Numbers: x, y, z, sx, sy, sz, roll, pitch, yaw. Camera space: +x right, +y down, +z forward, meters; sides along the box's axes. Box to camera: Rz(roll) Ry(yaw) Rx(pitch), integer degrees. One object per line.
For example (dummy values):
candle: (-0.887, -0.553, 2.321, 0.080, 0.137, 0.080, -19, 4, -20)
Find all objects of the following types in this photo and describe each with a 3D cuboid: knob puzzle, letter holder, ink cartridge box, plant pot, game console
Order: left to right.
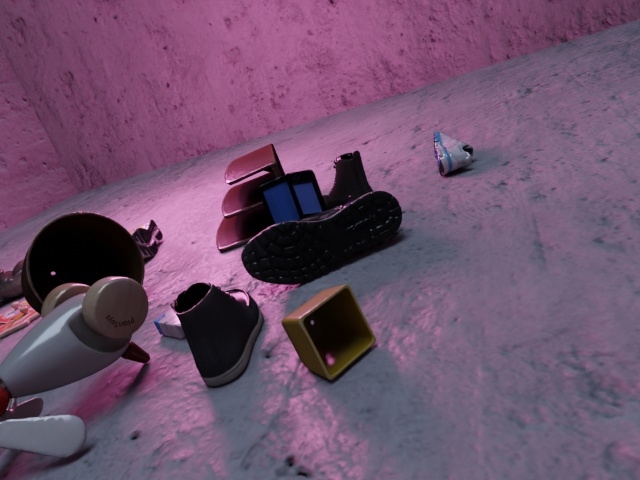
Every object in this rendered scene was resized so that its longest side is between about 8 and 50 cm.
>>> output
knob puzzle: (-0.734, 0.185, 1.208, 0.213, 0.030, 0.213, -18, 20, 7)
plant pot: (-0.509, 0.077, 1.059, 0.230, 0.215, 0.215, -20, 14, 45)
ink cartridge box: (-0.227, 0.134, 0.849, 0.083, 0.028, 0.048, -1, 27, 44)
letter holder: (-0.183, -0.112, 1.284, 0.214, 0.152, 0.302, -22, 19, 0)
game console: (-0.054, -0.077, 1.101, 0.107, 0.122, 0.071, -4, 26, 37)
plant pot: (-0.001, 0.107, 0.630, 0.081, 0.082, 0.083, -33, 13, -32)

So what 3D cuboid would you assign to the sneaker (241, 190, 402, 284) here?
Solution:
sneaker: (0.000, 0.000, 0.921, 0.283, 0.107, 0.124, -19, 4, -8)

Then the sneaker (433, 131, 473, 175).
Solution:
sneaker: (0.303, -0.202, 1.187, 0.082, 0.071, 0.191, -10, 29, 10)

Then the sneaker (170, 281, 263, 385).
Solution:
sneaker: (-0.142, 0.093, 0.740, 0.083, 0.118, 0.222, -19, 19, 2)

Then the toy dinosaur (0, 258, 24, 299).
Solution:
toy dinosaur: (-0.838, 0.108, 1.437, 0.313, 0.121, 0.160, -23, 31, -22)

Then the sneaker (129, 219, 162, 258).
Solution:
sneaker: (-0.484, 0.011, 1.374, 0.094, 0.082, 0.208, -26, 13, 3)

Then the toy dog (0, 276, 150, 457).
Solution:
toy dog: (-0.352, 0.196, 0.695, 0.333, 0.161, 0.220, -44, 30, -18)

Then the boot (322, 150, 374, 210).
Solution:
boot: (0.042, -0.123, 1.109, 0.077, 0.137, 0.197, -34, 23, -34)
